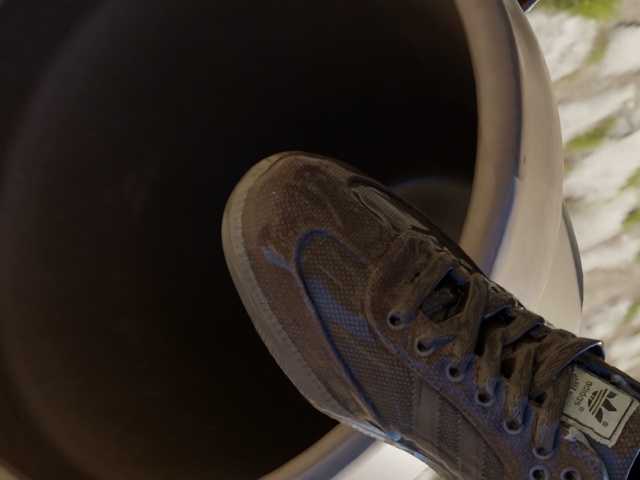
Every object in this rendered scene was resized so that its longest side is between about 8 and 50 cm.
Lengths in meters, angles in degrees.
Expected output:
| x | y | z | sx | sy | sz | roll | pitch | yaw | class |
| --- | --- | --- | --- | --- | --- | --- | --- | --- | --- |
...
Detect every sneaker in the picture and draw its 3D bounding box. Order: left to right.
| x | y | z | sx | sy | sz | roll | pitch | yaw | class |
| --- | --- | --- | --- | --- | --- | --- | --- | --- | --- |
| 0.056 | 0.041 | 0.436 | 0.071 | 0.188 | 0.066 | -29 | -162 | 51 | sneaker |

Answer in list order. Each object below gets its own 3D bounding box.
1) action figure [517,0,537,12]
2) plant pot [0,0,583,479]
| x | y | z | sx | sy | sz | roll | pitch | yaw | class |
| --- | --- | --- | --- | --- | --- | --- | --- | --- | --- |
| 0.176 | -0.302 | 1.334 | 0.341 | 0.178 | 0.330 | -44 | -170 | 21 | action figure |
| 0.000 | 0.000 | 0.653 | 0.263 | 0.263 | 0.229 | -32 | 154 | 20 | plant pot |
